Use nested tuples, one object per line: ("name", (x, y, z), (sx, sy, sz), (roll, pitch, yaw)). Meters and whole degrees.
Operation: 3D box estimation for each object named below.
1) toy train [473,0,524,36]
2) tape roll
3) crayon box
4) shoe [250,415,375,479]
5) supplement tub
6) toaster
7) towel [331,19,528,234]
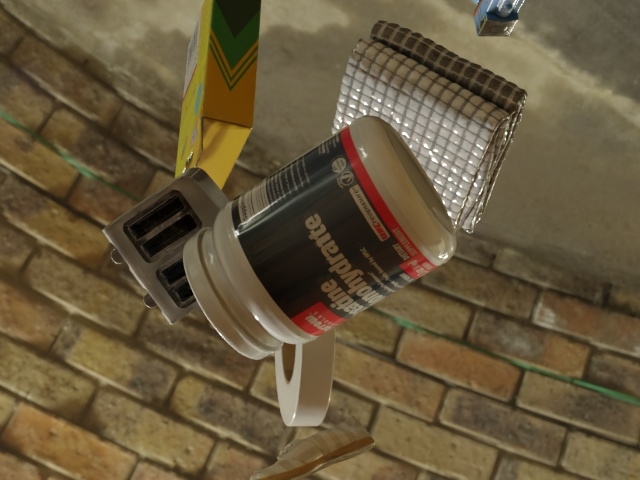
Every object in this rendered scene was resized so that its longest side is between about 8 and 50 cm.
("toy train", (0.328, -0.448, 1.689), (0.080, 0.105, 0.184), (-3, 160, -10))
("tape roll", (-0.039, 0.206, 2.030), (0.072, 0.392, 0.392), (1, 155, -10))
("crayon box", (-0.160, -0.218, 1.448), (0.081, 0.318, 0.202), (10, 153, -16))
("shoe", (-0.018, 0.324, 1.429), (0.076, 0.219, 0.058), (-47, 63, 51))
("supplement tub", (0.000, 0.000, 1.081), (0.272, 0.191, 0.191), (-32, 128, 14))
("toaster", (-0.184, 0.004, 1.301), (0.168, 0.186, 0.110), (56, -174, -8))
("towel", (0.145, -0.145, 1.319), (0.235, 0.121, 0.283), (31, 145, 15))
